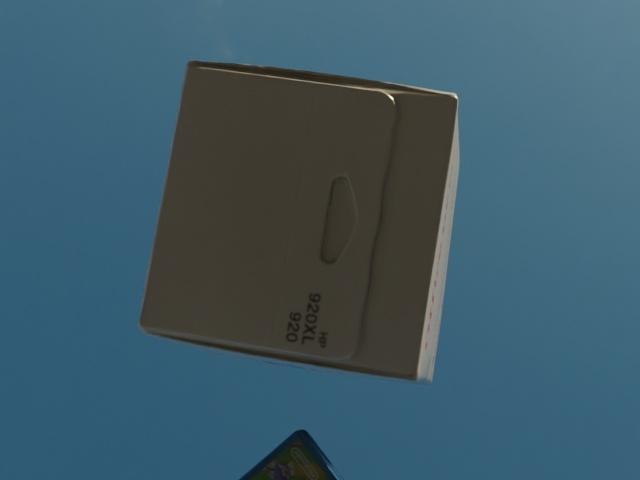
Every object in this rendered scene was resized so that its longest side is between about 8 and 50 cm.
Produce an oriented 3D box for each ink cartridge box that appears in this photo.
[{"bbox_3d":[0.000,0.000,0.797,0.168,0.233,0.171,8,-97,7],"label":"ink cartridge box"}]

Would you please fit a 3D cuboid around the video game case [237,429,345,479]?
[{"bbox_3d":[-0.036,0.200,0.650,0.166,0.015,0.119,-41,-105,8],"label":"video game case"}]
